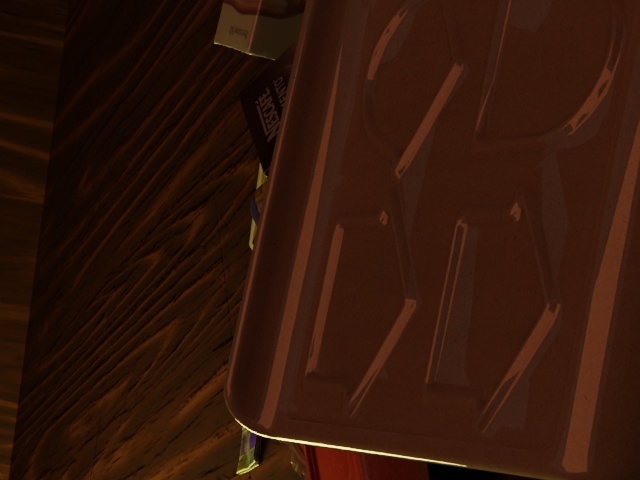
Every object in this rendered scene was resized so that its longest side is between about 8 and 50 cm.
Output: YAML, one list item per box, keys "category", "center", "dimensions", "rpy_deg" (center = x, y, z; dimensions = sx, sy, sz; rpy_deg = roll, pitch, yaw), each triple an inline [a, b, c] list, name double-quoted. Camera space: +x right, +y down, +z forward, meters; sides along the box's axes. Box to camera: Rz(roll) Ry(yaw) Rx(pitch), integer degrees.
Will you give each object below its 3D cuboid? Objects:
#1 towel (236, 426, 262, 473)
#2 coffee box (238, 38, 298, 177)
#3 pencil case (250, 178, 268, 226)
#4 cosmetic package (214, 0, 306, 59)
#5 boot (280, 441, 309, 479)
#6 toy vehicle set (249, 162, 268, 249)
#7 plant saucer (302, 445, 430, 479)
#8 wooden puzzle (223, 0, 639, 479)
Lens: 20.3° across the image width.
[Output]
- category: "towel"
  center: [-0.075, 0.206, 1.921]
  dimensions: [0.060, 0.009, 0.083]
  rpy_deg: [141, 137, -61]
- category: "coffee box"
  center: [0.062, -0.139, 1.438]
  dimensions: [0.246, 0.098, 0.141]
  rpy_deg: [-43, 31, 15]
- category: "pencil case"
  center: [0.083, -0.090, 1.311]
  dimensions: [0.306, 0.119, 0.133]
  rpy_deg: [-46, 51, 14]
- category: "cosmetic package"
  center: [-0.004, -0.326, 1.838]
  dimensions: [0.153, 0.129, 0.296]
  rpy_deg: [-153, 75, -69]
- category: "boot"
  center: [-0.005, 0.162, 1.685]
  dimensions: [0.158, 0.059, 0.084]
  rpy_deg: [41, 116, 59]
- category: "toy vehicle set"
  center: [0.000, 0.000, 1.673]
  dimensions: [0.267, 0.035, 0.166]
  rpy_deg: [-125, 37, -53]
- category: "plant saucer"
  center: [0.026, 0.157, 1.444]
  dimensions: [0.259, 0.048, 0.258]
  rpy_deg: [-137, 35, -69]
- category: "wooden puzzle"
  center: [0.098, -0.027, 1.042]
  dimensions: [0.348, 0.080, 0.322]
  rpy_deg: [0, 76, 52]
